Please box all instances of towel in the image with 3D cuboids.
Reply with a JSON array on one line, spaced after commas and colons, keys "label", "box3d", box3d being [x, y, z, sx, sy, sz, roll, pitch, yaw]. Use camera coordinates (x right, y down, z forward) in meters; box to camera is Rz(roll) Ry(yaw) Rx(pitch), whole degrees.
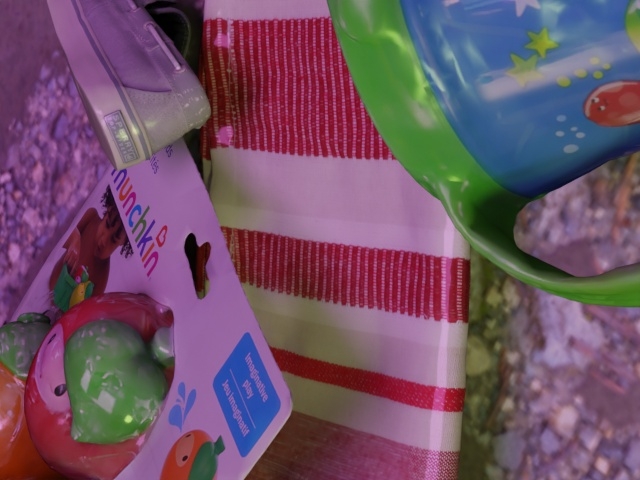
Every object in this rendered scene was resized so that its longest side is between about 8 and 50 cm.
[{"label": "towel", "box3d": [0.000, 0.000, 0.944, 0.237, 0.037, 0.329, 7, 95, 52]}]

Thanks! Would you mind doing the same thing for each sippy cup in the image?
[{"label": "sippy cup", "box3d": [0.149, -0.142, 0.736, 0.224, 0.240, 0.305, -9, 107, 31]}]

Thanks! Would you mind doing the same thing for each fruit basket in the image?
[{"label": "fruit basket", "box3d": [-0.163, 0.120, 0.991, 0.353, 0.165, 0.327, -59, 32, 24]}]

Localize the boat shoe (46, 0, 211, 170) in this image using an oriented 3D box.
[{"label": "boat shoe", "box3d": [-0.118, -0.118, 1.036, 0.227, 0.081, 0.079, -120, 12, -55]}]
